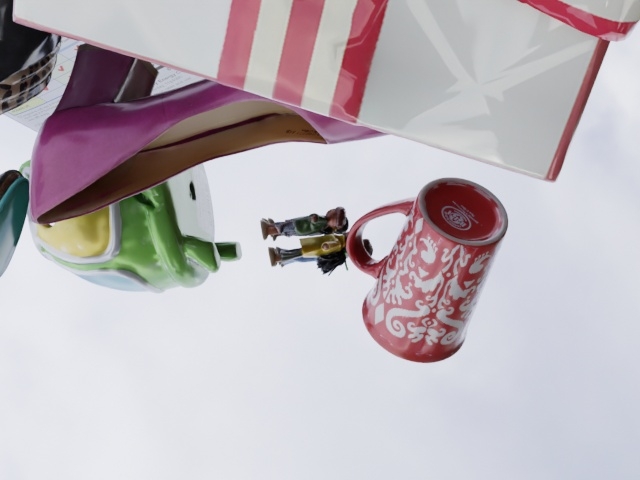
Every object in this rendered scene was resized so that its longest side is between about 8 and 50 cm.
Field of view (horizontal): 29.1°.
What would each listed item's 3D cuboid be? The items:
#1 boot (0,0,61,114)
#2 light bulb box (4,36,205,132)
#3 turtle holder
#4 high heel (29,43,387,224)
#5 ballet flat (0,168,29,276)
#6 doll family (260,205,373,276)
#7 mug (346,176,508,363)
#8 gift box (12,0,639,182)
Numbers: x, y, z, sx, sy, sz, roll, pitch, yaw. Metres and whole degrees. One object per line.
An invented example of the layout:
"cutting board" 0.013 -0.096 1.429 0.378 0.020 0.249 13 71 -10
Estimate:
"boot" -0.325 -0.232 1.054 0.138 0.284 0.377 42 -143 14
"light bulb box" -0.323 -0.321 1.804 0.361 0.358 0.225 30 -130 -47
"turtle holder" -0.240 -0.038 1.510 0.320 0.227 0.243 -78 -22 -70
"high heel" -0.086 -0.079 1.116 0.127 0.377 0.181 42 -123 -57
"ballet flat" -0.388 0.047 1.325 0.095 0.096 0.280 -39 -34 -70
"doll family" 0.000 0.000 1.387 0.193 0.111 0.076 -51 -49 -86
"mug" 0.099 0.022 1.225 0.150 0.169 0.113 18 -134 -1
"gift box" 0.020 -0.206 0.466 0.258 0.255 0.276 -68 -11 -51
